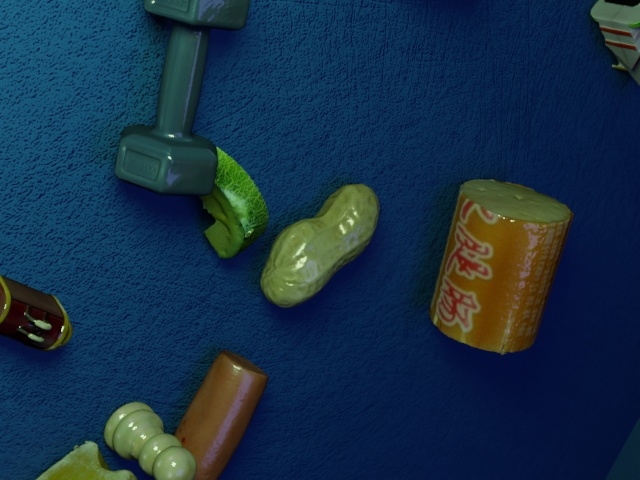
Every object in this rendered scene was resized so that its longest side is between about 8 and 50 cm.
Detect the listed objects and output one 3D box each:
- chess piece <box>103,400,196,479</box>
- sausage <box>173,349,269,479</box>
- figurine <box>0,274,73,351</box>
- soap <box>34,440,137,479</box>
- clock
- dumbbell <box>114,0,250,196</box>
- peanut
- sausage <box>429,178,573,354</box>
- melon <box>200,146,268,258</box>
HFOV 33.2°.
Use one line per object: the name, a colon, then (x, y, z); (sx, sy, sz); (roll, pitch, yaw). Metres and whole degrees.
chess piece: (-0.260, 0.332, 1.707); (0.094, 0.170, 0.094); (-24, 126, -37)
sausage: (-0.185, 0.320, 1.828); (0.113, 0.113, 0.259); (26, 92, -50)
figurine: (-0.401, 0.113, 1.490); (0.154, 0.098, 0.082); (32, 84, -47)
soap: (-0.386, 0.541, 1.699); (0.304, 0.169, 0.339); (-39, 134, -25)
clock: (0.729, -0.442, 2.303); (0.235, 0.166, 0.309); (-49, 131, -14)
dumbbell: (-0.191, -0.224, 1.476); (0.156, 0.143, 0.316); (-1, 113, -38)
peanut: (0.000, 0.000, 1.841); (0.274, 0.111, 0.125); (-44, 122, -24)
sausage: (0.353, 0.046, 2.141); (0.233, 0.233, 0.287); (-6, 116, -44)
melon: (-0.149, -0.055, 1.652); (0.064, 0.118, 0.209); (-53, 129, -31)
